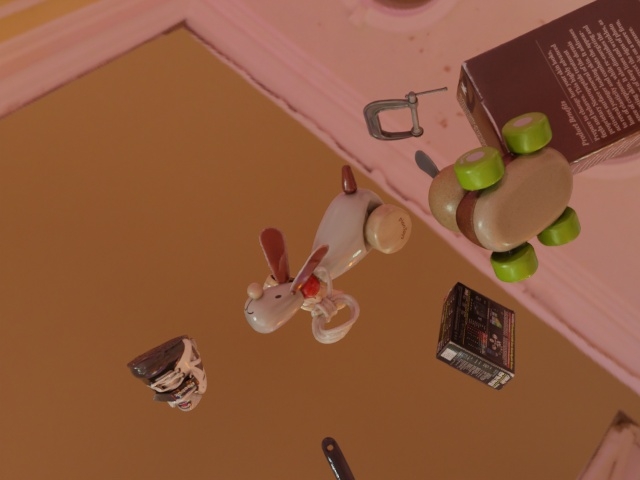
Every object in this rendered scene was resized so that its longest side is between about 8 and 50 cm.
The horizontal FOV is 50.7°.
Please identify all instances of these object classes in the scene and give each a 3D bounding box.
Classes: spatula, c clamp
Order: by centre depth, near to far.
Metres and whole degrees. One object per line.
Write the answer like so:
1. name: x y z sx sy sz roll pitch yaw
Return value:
1. c clamp: 0.142 -0.207 1.148 0.137 0.161 0.022 -3 -108 5
2. spatula: 0.073 0.475 1.152 0.084 0.030 0.297 -29 -105 6

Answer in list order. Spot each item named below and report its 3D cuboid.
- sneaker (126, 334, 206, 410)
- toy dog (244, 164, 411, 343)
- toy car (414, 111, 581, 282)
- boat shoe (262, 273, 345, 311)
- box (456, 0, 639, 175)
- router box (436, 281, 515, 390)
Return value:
1. sneaker: -0.296 0.283 1.408 0.122 0.330 0.146 -25 -99 0
2. toy dog: 0.000 0.000 1.146 0.334 0.220 0.161 -53 -52 -34
3. toy car: 0.192 -0.060 0.824 0.149 0.188 0.155 -35 -65 -19
4. boat shoe: -0.027 0.097 1.304 0.169 0.059 0.063 6 -151 -15
5. box: 0.402 -0.221 0.932 0.381 0.143 0.191 -24 -101 2
6. router box: 0.202 0.120 0.869 0.092 0.038 0.122 28 -142 -3
